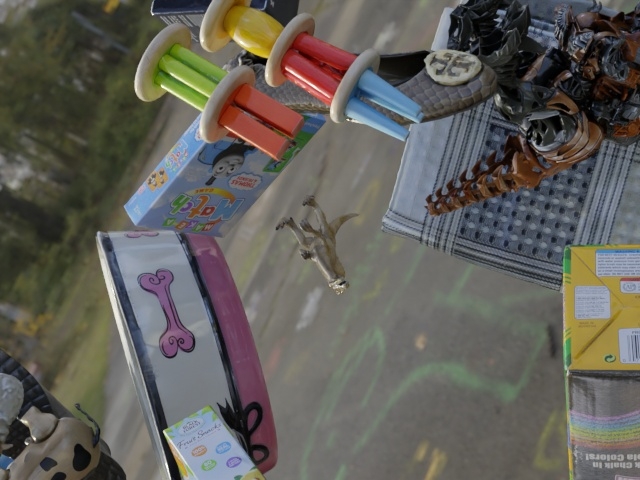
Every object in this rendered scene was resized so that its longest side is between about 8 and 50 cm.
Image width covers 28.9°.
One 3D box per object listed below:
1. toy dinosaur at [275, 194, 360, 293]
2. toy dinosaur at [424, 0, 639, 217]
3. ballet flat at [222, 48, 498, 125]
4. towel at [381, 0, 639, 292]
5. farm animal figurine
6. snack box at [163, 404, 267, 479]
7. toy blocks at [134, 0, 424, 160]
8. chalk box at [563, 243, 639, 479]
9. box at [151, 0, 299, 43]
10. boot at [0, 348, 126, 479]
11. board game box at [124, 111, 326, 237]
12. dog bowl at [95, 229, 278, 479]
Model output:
[{"bbox_3d":[0.000,0.000,1.363,0.053,0.092,0.183,-34,22,19],"label":"toy dinosaur"},{"bbox_3d":[0.226,-0.142,1.209,0.322,0.218,0.164,-53,22,0],"label":"toy dinosaur"},{"bbox_3d":[0.025,-0.138,1.038,0.084,0.250,0.058,-51,-43,-49],"label":"ballet flat"},{"bbox_3d":[0.255,-0.114,1.390,0.056,0.312,0.324,-8,-63,-74],"label":"towel"},{"bbox_3d":[-0.403,0.379,1.711,0.172,0.330,0.327,22,82,47],"label":"farm animal figurine"},{"bbox_3d":[-0.042,0.182,0.754,0.037,0.141,0.100,-29,38,-17],"label":"snack box"},{"bbox_3d":[-0.020,-0.091,0.761,0.123,0.148,0.054,-47,-17,-41],"label":"toy blocks"},{"bbox_3d":[0.258,0.120,0.966,0.213,0.132,0.132,77,-163,-44],"label":"chalk box"},{"bbox_3d":[-0.109,-0.332,1.533,0.093,0.158,0.156,39,-123,-62],"label":"box"},{"bbox_3d":[-0.448,0.275,1.911,0.118,0.338,0.222,-42,18,-10],"label":"boot"},{"bbox_3d":[-0.113,-0.093,1.485,0.211,0.160,0.039,-47,60,24],"label":"board game box"},{"bbox_3d":[-0.178,0.165,1.673,0.408,0.150,0.408,163,90,-79],"label":"dog bowl"}]
